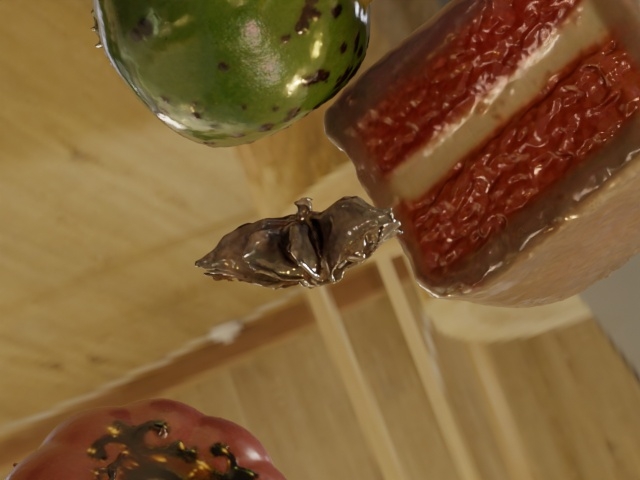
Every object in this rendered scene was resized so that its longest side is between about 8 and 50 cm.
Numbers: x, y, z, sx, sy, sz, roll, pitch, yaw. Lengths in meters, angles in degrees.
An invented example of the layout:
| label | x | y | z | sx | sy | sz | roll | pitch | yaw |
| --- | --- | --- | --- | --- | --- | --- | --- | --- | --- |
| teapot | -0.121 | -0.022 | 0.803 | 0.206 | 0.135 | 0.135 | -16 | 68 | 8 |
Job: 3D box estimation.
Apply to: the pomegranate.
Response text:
| label | x | y | z | sx | sy | sz | roll | pitch | yaw |
| --- | --- | --- | --- | --- | --- | --- | --- | --- | --- |
| pomegranate | -0.057 | -0.204 | 1.228 | 0.270 | 0.254 | 0.254 | -16 | 161 | 15 |

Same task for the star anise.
| label | x | y | z | sx | sy | sz | roll | pitch | yaw |
| --- | --- | --- | --- | --- | --- | --- | --- | --- | --- |
| star anise | 0.004 | -0.001 | 0.948 | 0.124 | 0.056 | 0.129 | -11 | 177 | -38 |

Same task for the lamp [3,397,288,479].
| label | x | y | z | sx | sy | sz | roll | pitch | yaw |
| --- | --- | --- | --- | --- | --- | --- | --- | --- | --- |
| lamp | -0.092 | 0.166 | 0.844 | 0.182 | 0.182 | 0.140 | -11 | 144 | -24 |

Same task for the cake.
| label | x | y | z | sx | sy | sz | roll | pitch | yaw |
| --- | --- | --- | --- | --- | --- | --- | --- | --- | --- |
| cake | 0.198 | -0.102 | 1.327 | 0.309 | 0.237 | 0.230 | -41 | 157 | 28 |
